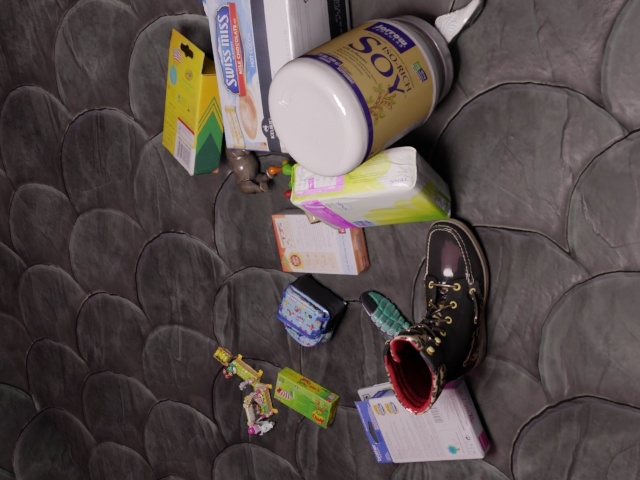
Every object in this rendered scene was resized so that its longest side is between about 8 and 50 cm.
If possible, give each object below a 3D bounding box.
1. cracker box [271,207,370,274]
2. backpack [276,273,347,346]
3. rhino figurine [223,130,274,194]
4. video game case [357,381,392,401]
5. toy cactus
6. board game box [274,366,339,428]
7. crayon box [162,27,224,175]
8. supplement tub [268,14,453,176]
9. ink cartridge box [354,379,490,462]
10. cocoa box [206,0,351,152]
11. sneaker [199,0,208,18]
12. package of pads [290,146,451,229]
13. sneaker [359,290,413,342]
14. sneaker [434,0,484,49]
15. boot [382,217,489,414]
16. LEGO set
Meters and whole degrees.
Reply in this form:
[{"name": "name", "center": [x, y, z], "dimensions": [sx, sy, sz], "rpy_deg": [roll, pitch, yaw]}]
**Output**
[{"name": "cracker box", "center": [0.000, 0.000, 1.945], "dimensions": [0.232, 0.067, 0.155], "rpy_deg": [2, 110, 36]}, {"name": "backpack", "center": [-0.035, 0.200, 2.026], "dimensions": [0.158, 0.117, 0.173], "rpy_deg": [36, 129, 19]}, {"name": "rhino figurine", "center": [-0.202, -0.227, 1.989], "dimensions": [0.106, 0.073, 0.243], "rpy_deg": [-20, 94, 50]}, {"name": "video game case", "center": [0.215, 0.463, 2.017], "dimensions": [0.193, 0.023, 0.212], "rpy_deg": [-22, 95, 40]}, {"name": "toy cactus", "center": [-0.038, -0.129, 1.855], "dimensions": [0.219, 0.112, 0.180], "rpy_deg": [-30, 72, 59]}, {"name": "board game box", "center": [-0.040, 0.437, 2.177], "dimensions": [0.181, 0.043, 0.092], "rpy_deg": [25, 123, 26]}, {"name": "crayon box", "center": [-0.316, -0.350, 1.969], "dimensions": [0.202, 0.081, 0.318], "rpy_deg": [45, 134, 44]}, {"name": "supplement tub", "center": [0.087, -0.297, 1.555], "dimensions": [0.241, 0.331, 0.241], "rpy_deg": [31, 140, 30]}, {"name": "ink cartridge box", "center": [0.246, 0.453, 1.934], "dimensions": [0.311, 0.065, 0.185], "rpy_deg": [-17, 98, 37]}, {"name": "cocoa box", "center": [-0.078, -0.387, 1.727], "dimensions": [0.228, 0.231, 0.346], "rpy_deg": [8, 114, 34]}, {"name": "sneaker", "center": [-0.274, -0.604, 1.893], "dimensions": [0.059, 0.053, 0.144], "rpy_deg": [-5, 105, 39]}, {"name": "package of pads", "center": [0.107, -0.108, 1.688], "dimensions": [0.297, 0.229, 0.101], "rpy_deg": [-6, 71, 27]}, {"name": "sneaker", "center": [0.168, 0.225, 1.913], "dimensions": [0.224, 0.083, 0.098], "rpy_deg": [43, 133, 12]}, {"name": "sneaker", "center": [0.266, -0.439, 1.573], "dimensions": [0.061, 0.054, 0.152], "rpy_deg": [53, 130, 9]}, {"name": "boot", "center": [0.249, 0.165, 1.692], "dimensions": [0.138, 0.284, 0.377], "rpy_deg": [8, 115, 33]}, {"name": "LEGO set", "center": [-0.227, 0.439, 2.271], "dimensions": [0.132, 0.107, 0.286], "rpy_deg": [-27, 92, 40]}]
